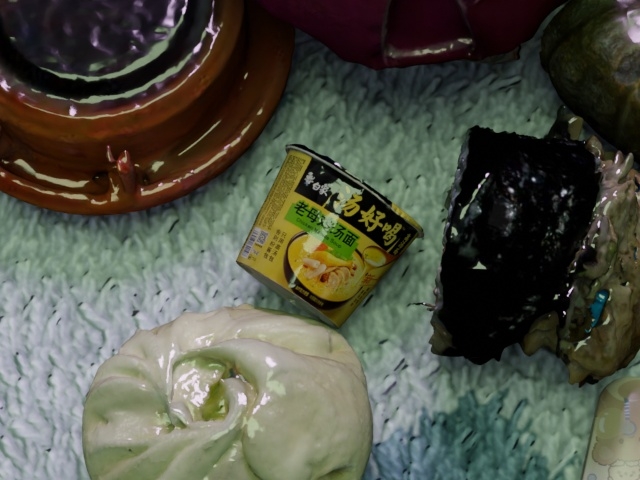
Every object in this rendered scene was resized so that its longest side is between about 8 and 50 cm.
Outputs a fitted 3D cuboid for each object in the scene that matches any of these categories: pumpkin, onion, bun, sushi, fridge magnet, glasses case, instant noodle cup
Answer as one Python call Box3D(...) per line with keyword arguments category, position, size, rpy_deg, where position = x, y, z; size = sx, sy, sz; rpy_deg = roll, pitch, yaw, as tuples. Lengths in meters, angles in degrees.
Box3D(category="pumpkin", position=(0.389, -0.168, 1.642), size=(0.325, 0.242, 0.232), rpy_deg=(-28, 62, -3))
Box3D(category="onion", position=(0.070, -0.384, 1.565), size=(0.398, 0.420, 0.398), rpy_deg=(-7, 53, 10))
Box3D(category="bun", position=(-0.081, 0.167, 1.580), size=(0.259, 0.160, 0.259), rpy_deg=(0, 72, 0))
Box3D(category="sushi", position=(0.207, 0.012, 1.599), size=(0.219, 0.225, 0.238), rpy_deg=(17, 104, 0))
Box3D(category="fridge magnet", position=(-0.205, -0.199, 1.722), size=(0.364, 0.155, 0.363), rpy_deg=(-1, 70, 2))
Box3D(category="glasses case", position=(0.268, 0.218, 1.600), size=(0.081, 0.051, 0.204), rpy_deg=(12, 70, 6))
Box3D(category="instant noodle cup", position=(0.000, 0.000, 1.653), size=(0.151, 0.151, 0.122), rpy_deg=(34, 85, 14))

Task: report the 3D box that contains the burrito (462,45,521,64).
Box3D(category="burrito", position=(0.110, -0.201, 1.771), size=(0.171, 0.042, 0.051), rpy_deg=(4, 92, 9))
